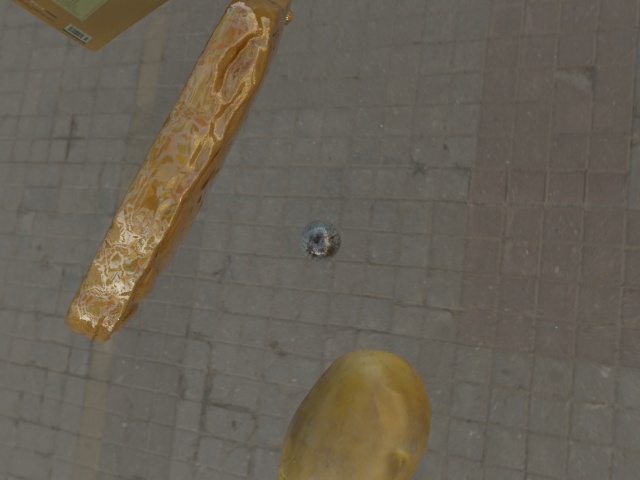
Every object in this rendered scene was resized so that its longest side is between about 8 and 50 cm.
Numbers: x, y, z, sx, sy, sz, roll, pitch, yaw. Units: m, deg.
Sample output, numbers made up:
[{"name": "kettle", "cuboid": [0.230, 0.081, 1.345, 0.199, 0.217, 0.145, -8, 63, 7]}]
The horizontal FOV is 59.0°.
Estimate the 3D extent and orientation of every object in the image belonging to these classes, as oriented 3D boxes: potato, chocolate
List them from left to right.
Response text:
[{"name": "chocolate", "cuboid": [0.000, 0.000, 0.964, 0.072, 0.167, 0.072, 0, 91, -2]}, {"name": "potato", "cuboid": [0.044, 0.246, 0.688, 0.150, 0.146, 0.234, 30, 86, -20]}]

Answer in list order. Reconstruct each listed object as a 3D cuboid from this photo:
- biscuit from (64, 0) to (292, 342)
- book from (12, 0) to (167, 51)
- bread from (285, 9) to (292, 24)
[{"name": "biscuit", "cuboid": [-0.124, -0.074, 0.543, 0.057, 0.312, 0.351, 29, 87, -12]}, {"name": "book", "cuboid": [-0.231, -0.239, 0.534, 0.172, 0.118, 0.012, -4, 65, 46]}, {"name": "bread", "cuboid": [-0.121, -0.553, 1.281, 0.052, 0.157, 0.044, 23, 76, 49]}]
